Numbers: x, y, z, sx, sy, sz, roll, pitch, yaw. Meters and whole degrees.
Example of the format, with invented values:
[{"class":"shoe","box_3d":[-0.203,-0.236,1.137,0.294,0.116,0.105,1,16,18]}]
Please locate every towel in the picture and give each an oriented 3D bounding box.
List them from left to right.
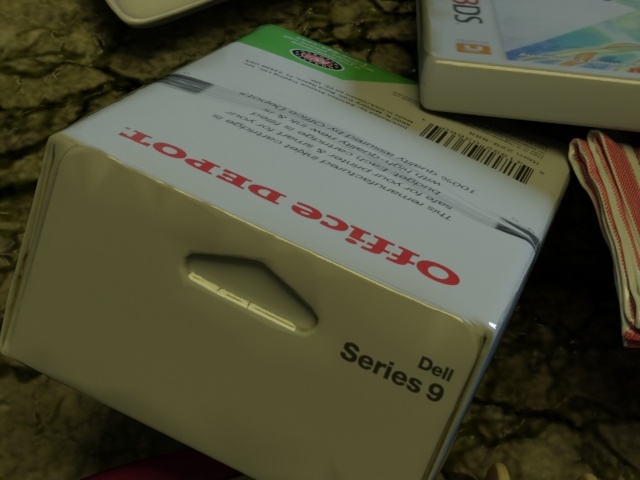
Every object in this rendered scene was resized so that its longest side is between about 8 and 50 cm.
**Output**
[{"class":"towel","box_3d":[0.228,0.023,0.761,0.197,0.029,0.144,21,42,-28]}]

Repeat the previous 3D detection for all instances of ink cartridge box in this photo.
[{"class":"ink cartridge box","box_3d":[0.000,0.000,0.705,0.211,0.122,0.289,24,24,9]}]

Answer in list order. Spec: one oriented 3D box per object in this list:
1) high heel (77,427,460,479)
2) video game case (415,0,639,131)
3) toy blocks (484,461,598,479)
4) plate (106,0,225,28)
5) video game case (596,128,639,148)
[{"class":"high heel","box_3d":[-0.039,0.125,0.726,0.244,0.082,0.117,-28,32,-33]},{"class":"video game case","box_3d":[0.226,-0.130,0.875,0.328,0.036,0.300,6,25,0]},{"class":"toy blocks","box_3d":[0.160,0.181,0.711,0.148,0.054,0.123,7,51,-4]},{"class":"plate","box_3d":[-0.084,-0.276,1.025,0.277,0.045,0.278,-23,60,-23]},{"class":"video game case","box_3d":[0.329,-0.080,0.938,0.285,0.025,0.204,-1,44,-10]}]
